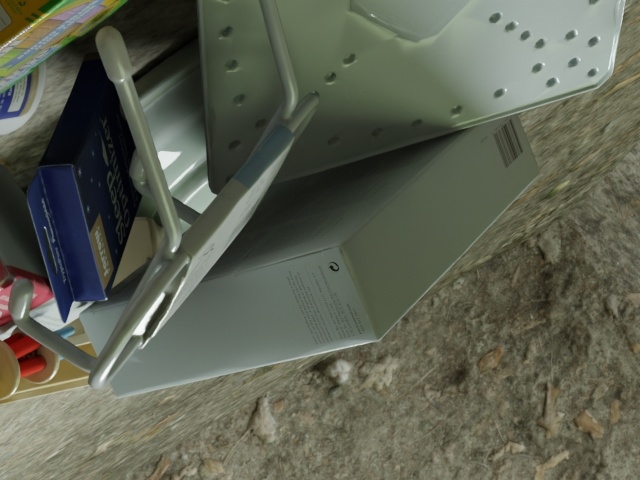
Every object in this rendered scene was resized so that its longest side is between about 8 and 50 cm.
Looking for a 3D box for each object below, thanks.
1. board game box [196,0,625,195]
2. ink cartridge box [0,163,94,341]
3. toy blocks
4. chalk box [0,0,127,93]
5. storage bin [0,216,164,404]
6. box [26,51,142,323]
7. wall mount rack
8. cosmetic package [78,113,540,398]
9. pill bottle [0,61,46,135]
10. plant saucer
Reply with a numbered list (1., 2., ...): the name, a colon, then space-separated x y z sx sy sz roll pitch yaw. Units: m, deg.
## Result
1. board game box: 0.078 -0.229 1.550 0.390 0.050 0.390 -17 142 -14
2. ink cartridge box: -0.414 0.085 1.567 0.384 0.160 0.279 -34 172 1
3. toy blocks: -0.272 0.117 1.540 0.123 0.054 0.148 -40 169 32
4. chalk box: -0.215 -0.174 1.202 0.132 0.132 0.213 -35 -178 7
5. storage bin: -0.263 0.074 1.899 0.260 0.123 0.262 -12 168 4
6. box: -0.193 -0.046 1.594 0.036 0.136 0.225 -3 -146 11
7. wall mount rack: -0.107 -0.066 1.406 0.350 0.130 0.304 -54 177 -47
8. cosmetic package: 0.000 0.000 1.721 0.284 0.097 0.377 -12 -163 33
9. pill bottle: -0.291 -0.116 1.318 0.112 0.112 0.186 -43 167 30
10. plant saucer: -0.103 -0.097 1.958 0.400 0.100 0.400 -34 167 -9
